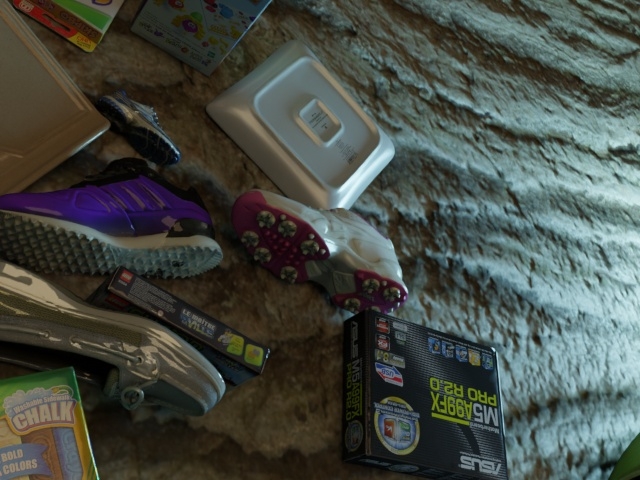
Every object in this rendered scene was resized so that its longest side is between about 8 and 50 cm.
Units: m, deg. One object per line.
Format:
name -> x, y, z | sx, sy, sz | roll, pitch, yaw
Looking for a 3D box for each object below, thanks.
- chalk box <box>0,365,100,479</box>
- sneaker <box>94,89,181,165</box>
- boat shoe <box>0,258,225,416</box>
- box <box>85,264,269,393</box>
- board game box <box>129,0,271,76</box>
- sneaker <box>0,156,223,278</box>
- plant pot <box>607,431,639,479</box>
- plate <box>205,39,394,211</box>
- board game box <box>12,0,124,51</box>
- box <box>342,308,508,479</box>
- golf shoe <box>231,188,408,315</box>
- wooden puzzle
chalk box -> -0.311, 0.206, 0.743 | 0.132, 0.132, 0.213 | -5, 71, -39
sneaker -> -0.244, -0.162, 1.054 | 0.135, 0.052, 0.058 | 41, 44, -13
boat shoe -> -0.261, 0.129, 0.839 | 0.320, 0.118, 0.103 | 29, 54, -17
box -> -0.178, 0.113, 0.908 | 0.207, 0.114, 0.036 | 33, 51, -19
board game box -> -0.144, -0.397, 1.105 | 0.144, 0.275, 0.142 | 28, 52, -23
sneaker -> -0.267, -0.039, 0.943 | 0.293, 0.102, 0.146 | 9, 57, -39
plant pot -> 0.617, 0.415, 1.276 | 0.274, 0.275, 0.293 | 53, 31, -1
plate -> -0.011, -0.188, 1.250 | 0.278, 0.045, 0.277 | 47, 46, -8
board game box -> -0.341, -0.398, 1.123 | 0.124, 0.039, 0.259 | 31, 54, -20
box -> 0.158, 0.240, 1.132 | 0.270, 0.060, 0.216 | 20, 55, -28
golf shoe -> 0.000, 0.000, 1.124 | 0.306, 0.115, 0.140 | 33, 40, -27
wooden puzzle -> -0.411, -0.176, 0.930 | 0.238, 0.044, 0.221 | 49, 47, -10
